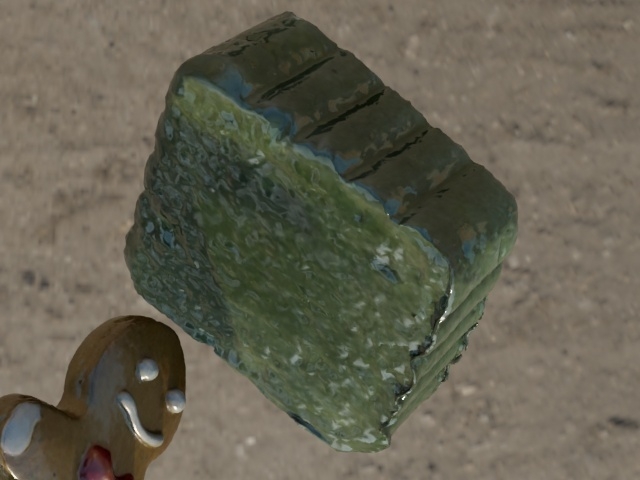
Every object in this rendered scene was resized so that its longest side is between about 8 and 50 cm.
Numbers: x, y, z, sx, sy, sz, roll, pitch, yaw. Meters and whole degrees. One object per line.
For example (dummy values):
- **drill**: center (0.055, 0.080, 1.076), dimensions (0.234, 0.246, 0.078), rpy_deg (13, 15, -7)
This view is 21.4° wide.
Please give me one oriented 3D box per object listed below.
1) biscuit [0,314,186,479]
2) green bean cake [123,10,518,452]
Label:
- **biscuit**: center (-0.110, 0.122, 0.757), dimensions (0.031, 0.205, 0.138), rpy_deg (4, 144, 32)
- **green bean cake**: center (0.000, 0.000, 0.880), dimensions (0.185, 0.094, 0.183), rpy_deg (42, 139, 17)
